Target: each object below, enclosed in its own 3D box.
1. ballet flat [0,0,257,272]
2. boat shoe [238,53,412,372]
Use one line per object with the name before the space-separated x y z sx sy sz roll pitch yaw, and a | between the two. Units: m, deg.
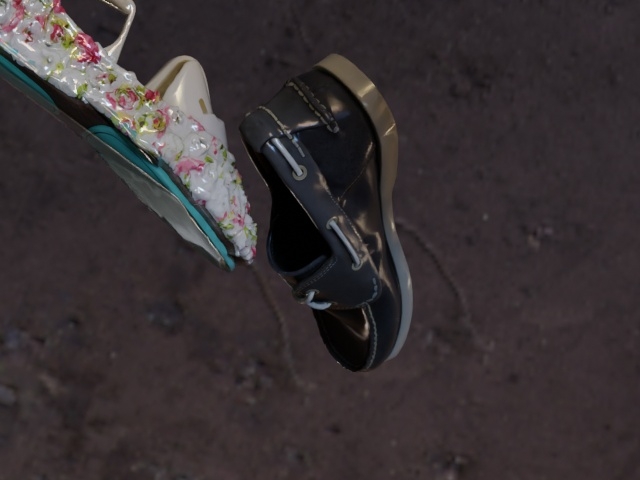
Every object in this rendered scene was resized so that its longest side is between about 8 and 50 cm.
ballet flat | -0.109 -0.084 0.803 0.241 0.077 0.091 42 167 -15
boat shoe | 0.000 0.000 0.885 0.084 0.079 0.233 37 153 33
